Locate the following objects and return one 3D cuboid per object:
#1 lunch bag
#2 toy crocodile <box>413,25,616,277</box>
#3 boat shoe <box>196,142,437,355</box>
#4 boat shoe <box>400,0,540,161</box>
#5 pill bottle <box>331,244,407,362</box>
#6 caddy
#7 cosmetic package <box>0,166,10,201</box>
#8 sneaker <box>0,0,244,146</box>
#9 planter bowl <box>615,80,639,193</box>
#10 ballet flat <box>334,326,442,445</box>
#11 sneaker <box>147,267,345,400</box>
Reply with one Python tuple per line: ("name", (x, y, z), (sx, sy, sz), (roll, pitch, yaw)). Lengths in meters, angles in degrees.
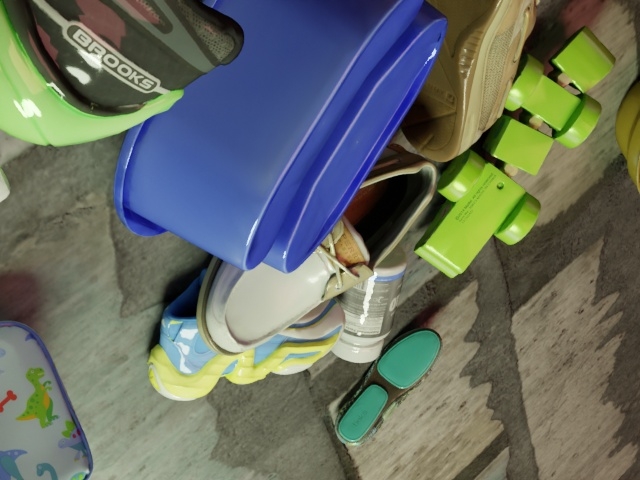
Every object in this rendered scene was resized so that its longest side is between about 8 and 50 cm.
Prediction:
("lunch bag", (-0.313, 0.169, 0.900), (0.219, 0.176, 0.090), (-20, 168, -38))
("toy crocodile", (0.231, -0.108, 1.308), (0.115, 0.105, 0.340), (31, 98, -10))
("boat shoe", (0.000, 0.000, 1.094), (0.302, 0.103, 0.113), (-48, 122, -27))
("boat shoe", (0.161, -0.241, 1.122), (0.110, 0.122, 0.341), (-30, 147, -34))
("pill bottle", (0.051, 0.070, 1.271), (0.078, 0.078, 0.137), (-16, 130, -38))
("caddy", (-0.043, -0.131, 0.943), (0.341, 0.179, 0.241), (-58, 166, 6))
("cosmetic package", (-0.435, -0.005, 0.586), (0.453, 0.230, 0.161), (-37, 139, -21))
("sneaker", (-0.150, -0.300, 0.602), (0.202, 0.185, 0.482), (-14, 111, -11))
("planter bowl", (0.477, -0.167, 1.518), (0.217, 0.090, 0.217), (-26, 134, -31))
("ballet flat", (0.087, 0.190, 1.427), (0.188, 0.070, 0.070), (-45, 142, -8))
("sneaker", (-0.068, 0.082, 1.146), (0.240, 0.091, 0.126), (-21, 131, -34))
